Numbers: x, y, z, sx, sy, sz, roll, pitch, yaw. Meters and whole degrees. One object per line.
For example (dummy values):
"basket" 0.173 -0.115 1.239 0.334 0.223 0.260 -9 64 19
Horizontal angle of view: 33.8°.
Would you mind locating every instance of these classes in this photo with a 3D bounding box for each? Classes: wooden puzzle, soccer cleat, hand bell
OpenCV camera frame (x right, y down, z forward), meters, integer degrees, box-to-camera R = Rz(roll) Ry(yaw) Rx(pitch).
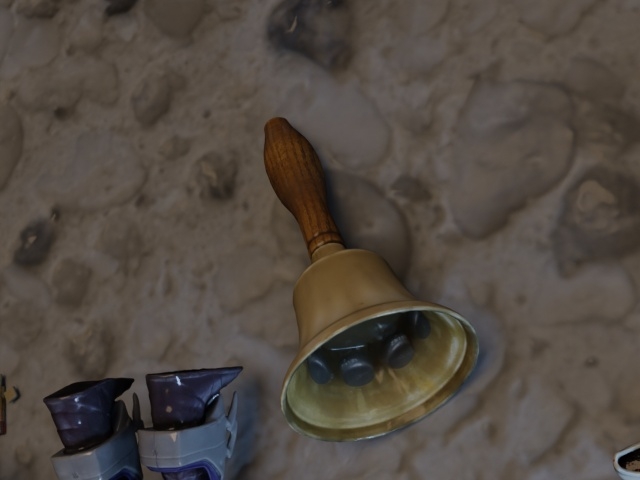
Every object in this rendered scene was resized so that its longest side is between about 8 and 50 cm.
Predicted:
"wooden puzzle" -0.277 0.138 0.856 0.083 0.006 0.049 -18 65 23
"soccer cleat" 0.202 0.118 0.579 0.083 0.035 0.029 -15 66 24
"hand bell" 0.000 0.000 0.708 0.126 0.126 0.242 -36 48 14

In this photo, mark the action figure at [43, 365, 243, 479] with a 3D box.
"action figure" -0.097 0.228 0.675 0.185 0.099 0.285 -8 84 20
